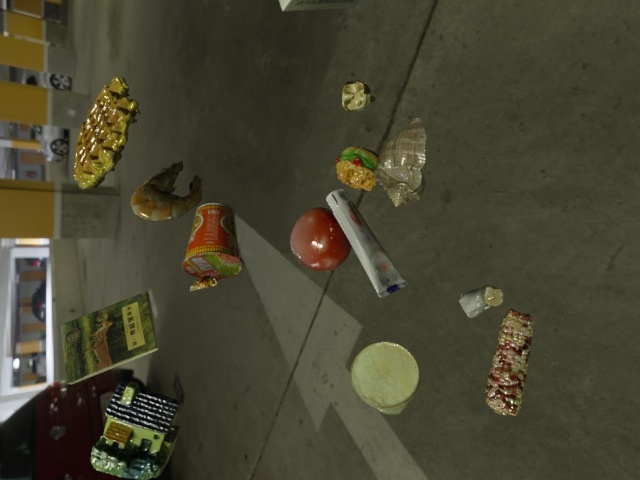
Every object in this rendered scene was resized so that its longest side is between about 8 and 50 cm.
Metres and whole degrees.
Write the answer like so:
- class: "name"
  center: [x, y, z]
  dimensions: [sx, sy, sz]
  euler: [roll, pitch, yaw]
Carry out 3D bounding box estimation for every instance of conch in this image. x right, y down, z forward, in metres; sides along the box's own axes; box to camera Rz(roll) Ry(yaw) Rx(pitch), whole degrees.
- class: "conch"
  center: [0.319, -0.313, 1.645]
  dimensions: [0.297, 0.210, 0.352]
  euler: [126, 141, -83]

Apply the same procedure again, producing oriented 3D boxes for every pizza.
- class: "pizza"
  center: [-0.326, 0.115, 1.155]
  dimensions: [0.083, 0.078, 0.025]
  euler: [8, 117, 50]

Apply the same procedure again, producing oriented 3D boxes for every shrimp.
- class: "shrimp"
  center: [-0.349, -0.129, 1.007]
  dimensions: [0.254, 0.145, 0.059]
  euler: [-67, -10, -53]

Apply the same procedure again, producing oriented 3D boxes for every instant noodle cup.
- class: "instant noodle cup"
  center: [-0.344, -0.005, 1.361]
  dimensions: [0.193, 0.193, 0.212]
  euler: [-44, 42, 47]

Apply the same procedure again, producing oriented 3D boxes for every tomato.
- class: "tomato"
  center: [0.000, 0.000, 2.076]
  dimensions: [0.321, 0.322, 0.321]
  euler: [0, 90, 56]

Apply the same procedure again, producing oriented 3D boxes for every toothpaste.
- class: "toothpaste"
  center: [0.119, 0.001, 1.143]
  dimensions: [0.323, 0.100, 0.066]
  euler: [60, 149, 18]

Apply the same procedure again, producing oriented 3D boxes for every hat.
- class: "hat"
  center: [0.100, -0.379, 1.097]
  dimensions: [0.077, 0.059, 0.076]
  euler: [10, 105, 40]

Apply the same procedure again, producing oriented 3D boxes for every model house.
- class: "model house"
  center: [-0.488, 0.505, 1.144]
  dimensions: [0.170, 0.194, 0.211]
  euler: [-71, 0, -77]

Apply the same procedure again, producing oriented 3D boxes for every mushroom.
- class: "mushroom"
  center: [0.571, 0.210, 1.482]
  dimensions: [0.099, 0.096, 0.278]
  euler: [53, 165, 13]

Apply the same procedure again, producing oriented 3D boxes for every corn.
- class: "corn"
  center: [0.505, 0.318, 1.099]
  dimensions: [0.092, 0.092, 0.280]
  euler: [-3, 63, 56]

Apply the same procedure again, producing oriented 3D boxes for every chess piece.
- class: "chess piece"
  center: [0.259, 0.556, 1.601]
  dimensions: [0.442, 0.234, 0.234]
  euler: [69, 177, -58]

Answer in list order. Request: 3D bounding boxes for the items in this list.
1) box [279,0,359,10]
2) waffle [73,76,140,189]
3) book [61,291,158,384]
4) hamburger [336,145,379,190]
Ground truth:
- class: "box"
  center: [0.049, -0.465, 0.654]
  dimensions: [0.256, 0.164, 0.069]
  euler: [-11, 99, 61]
- class: "waffle"
  center: [-0.540, -0.273, 1.042]
  dimensions: [0.282, 0.058, 0.300]
  euler: [-36, 53, 27]
- class: "book"
  center: [-0.526, 0.240, 1.040]
  dimensions: [0.024, 0.228, 0.160]
  euler: [75, 173, -64]
- class: "hamburger"
  center: [0.172, -0.326, 1.944]
  dimensions: [0.237, 0.237, 0.148]
  euler: [8, 70, 56]
